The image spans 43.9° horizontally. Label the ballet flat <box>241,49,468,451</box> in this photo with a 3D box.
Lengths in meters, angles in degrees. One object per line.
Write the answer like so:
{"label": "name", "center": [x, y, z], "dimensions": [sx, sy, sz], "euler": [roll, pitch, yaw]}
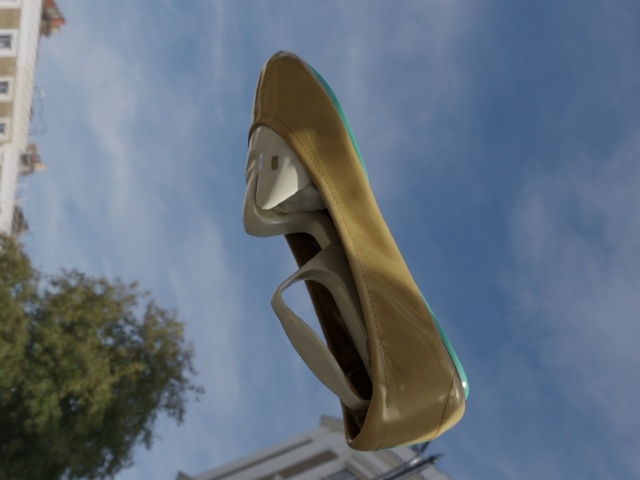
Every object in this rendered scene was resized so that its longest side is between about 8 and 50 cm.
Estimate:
{"label": "ballet flat", "center": [0.000, 0.000, 0.420], "dimensions": [0.232, 0.073, 0.080], "euler": [64, -26, 16]}
